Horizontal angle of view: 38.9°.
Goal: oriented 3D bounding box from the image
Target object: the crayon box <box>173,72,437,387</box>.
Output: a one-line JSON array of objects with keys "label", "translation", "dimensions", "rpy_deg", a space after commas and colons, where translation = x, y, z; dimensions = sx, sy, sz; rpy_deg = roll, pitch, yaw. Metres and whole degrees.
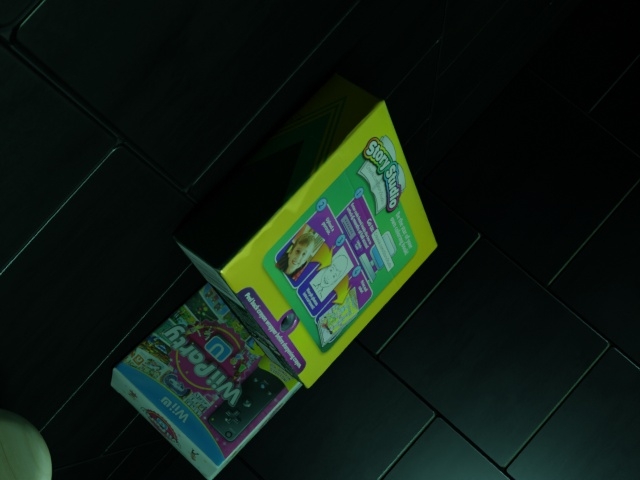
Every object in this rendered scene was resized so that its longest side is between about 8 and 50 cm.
[{"label": "crayon box", "translation": [0.000, 0.000, 1.291], "dimensions": [0.313, 0.106, 0.363], "rpy_deg": [-47, 145, -14]}]

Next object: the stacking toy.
[{"label": "stacking toy", "translation": [-0.383, 0.295, 1.075], "dimensions": [0.141, 0.141, 0.330], "rpy_deg": [-45, 174, -24]}]

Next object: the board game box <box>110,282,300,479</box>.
[{"label": "board game box", "translation": [-0.147, 0.193, 1.453], "dimensions": [0.303, 0.224, 0.097], "rpy_deg": [-44, 172, -29]}]
